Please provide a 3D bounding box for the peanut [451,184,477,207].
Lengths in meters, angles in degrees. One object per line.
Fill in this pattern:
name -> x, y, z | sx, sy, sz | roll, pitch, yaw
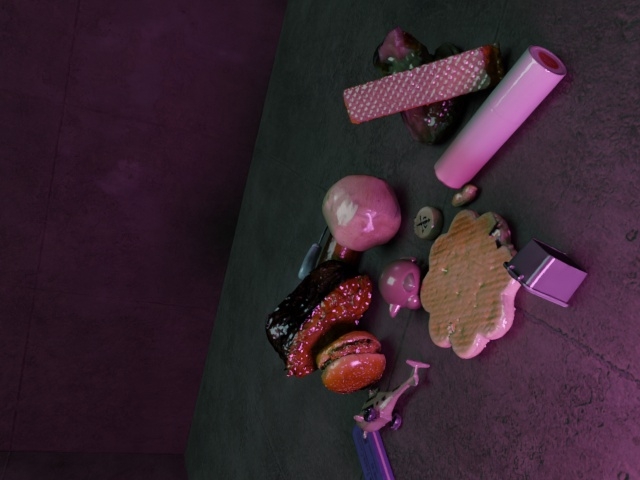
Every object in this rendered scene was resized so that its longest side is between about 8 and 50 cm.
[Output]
peanut -> 0.321, -0.099, 1.247 | 0.083, 0.037, 0.037 | 132, 142, -55

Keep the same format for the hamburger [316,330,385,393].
hamburger -> 0.087, 0.319, 1.464 | 0.191, 0.182, 0.118 | -54, 48, 33

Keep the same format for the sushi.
sushi -> 0.016, 0.228, 1.615 | 0.348, 0.234, 0.207 | -51, 38, 0

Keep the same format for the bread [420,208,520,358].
bread -> 0.310, 0.089, 1.167 | 0.316, 0.054, 0.316 | -170, 90, -67

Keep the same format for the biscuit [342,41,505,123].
biscuit -> 0.224, -0.352, 1.289 | 0.379, 0.054, 0.094 | -7, 105, 34

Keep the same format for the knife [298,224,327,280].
knife -> 0.000, -0.001, 1.826 | 0.080, 0.044, 0.331 | 108, -175, -49

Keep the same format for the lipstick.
lipstick -> 0.355, -0.240, 1.150 | 0.327, 0.087, 0.087 | 124, 148, -46

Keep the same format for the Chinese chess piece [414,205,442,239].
Chinese chess piece -> 0.263, -0.042, 1.366 | 0.084, 0.034, 0.084 | -170, 90, -67

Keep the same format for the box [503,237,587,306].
box -> 0.379, 0.051, 0.938 | 0.069, 0.122, 0.084 | -57, 31, 21

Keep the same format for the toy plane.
toy plane -> 0.165, 0.385, 1.360 | 0.108, 0.092, 0.286 | -87, 23, -43

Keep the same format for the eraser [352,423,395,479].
eraser -> 0.136, 0.557, 1.419 | 0.225, 0.036, 0.082 | -108, 37, -50

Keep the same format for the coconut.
coconut -> 0.112, -0.086, 1.542 | 0.224, 0.224, 0.224 | -170, 90, -68

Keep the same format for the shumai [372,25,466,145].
shumai -> 0.226, -0.376, 1.382 | 0.222, 0.204, 0.272 | 131, 139, -54

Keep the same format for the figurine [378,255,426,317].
figurine -> 0.200, 0.107, 1.358 | 0.138, 0.125, 0.125 | -84, 16, -55

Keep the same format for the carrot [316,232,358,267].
carrot -> 0.065, 0.025, 1.725 | 0.302, 0.114, 0.114 | -70, 24, 16
